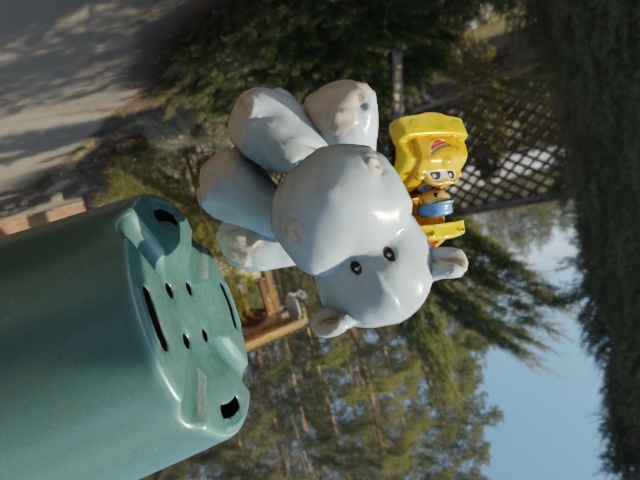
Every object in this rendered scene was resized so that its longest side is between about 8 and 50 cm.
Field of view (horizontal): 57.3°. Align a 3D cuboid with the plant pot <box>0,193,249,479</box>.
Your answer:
[{"bbox_3d":[-0.272,0.126,0.598,0.334,0.341,0.341,-21,-176,6],"label":"plant pot"}]

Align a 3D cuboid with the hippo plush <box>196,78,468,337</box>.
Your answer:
[{"bbox_3d":[0.000,0.000,0.588,0.234,0.294,0.237,-25,-152,5],"label":"hippo plush"}]

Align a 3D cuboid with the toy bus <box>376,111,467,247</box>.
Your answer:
[{"bbox_3d":[0.116,-0.031,0.782,0.149,0.212,0.220,-6,155,-34],"label":"toy bus"}]
